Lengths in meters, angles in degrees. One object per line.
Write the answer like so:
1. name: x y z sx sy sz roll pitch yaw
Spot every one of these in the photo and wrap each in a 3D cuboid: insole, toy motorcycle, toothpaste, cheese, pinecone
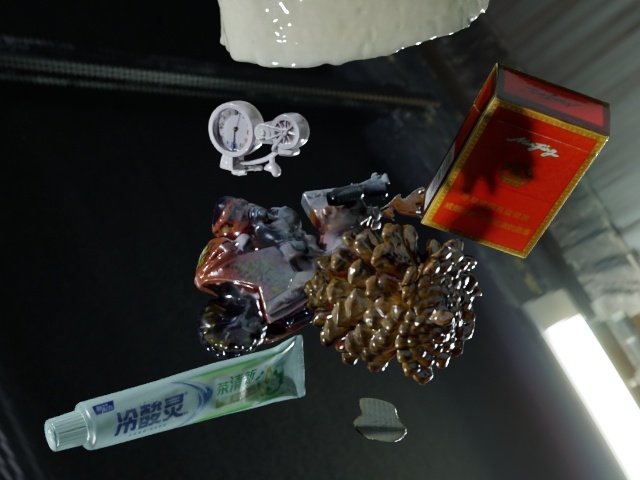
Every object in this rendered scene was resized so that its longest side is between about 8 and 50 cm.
1. insole: 0.070 0.213 1.419 0.064 0.004 0.188 11 -173 0
2. toy motorcycle: 0.000 0.000 1.535 0.401 0.134 0.207 -23 -115 -18
3. toothpaste: -0.140 0.163 1.228 0.296 0.048 0.075 -12 -70 -34
4. cheese: 0.025 -0.324 1.375 0.292 0.332 0.153 -120 19 -57
5. pinecone: 0.079 0.065 1.320 0.150 0.195 0.179 -68 -24 -62

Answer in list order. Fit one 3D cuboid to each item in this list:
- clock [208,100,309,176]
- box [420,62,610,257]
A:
1. clock: -0.072 -0.119 1.395 0.041 0.129 0.087 -22 -65 -57
2. box: 0.239 -0.094 1.479 0.153 0.240 0.074 21 -133 -4
